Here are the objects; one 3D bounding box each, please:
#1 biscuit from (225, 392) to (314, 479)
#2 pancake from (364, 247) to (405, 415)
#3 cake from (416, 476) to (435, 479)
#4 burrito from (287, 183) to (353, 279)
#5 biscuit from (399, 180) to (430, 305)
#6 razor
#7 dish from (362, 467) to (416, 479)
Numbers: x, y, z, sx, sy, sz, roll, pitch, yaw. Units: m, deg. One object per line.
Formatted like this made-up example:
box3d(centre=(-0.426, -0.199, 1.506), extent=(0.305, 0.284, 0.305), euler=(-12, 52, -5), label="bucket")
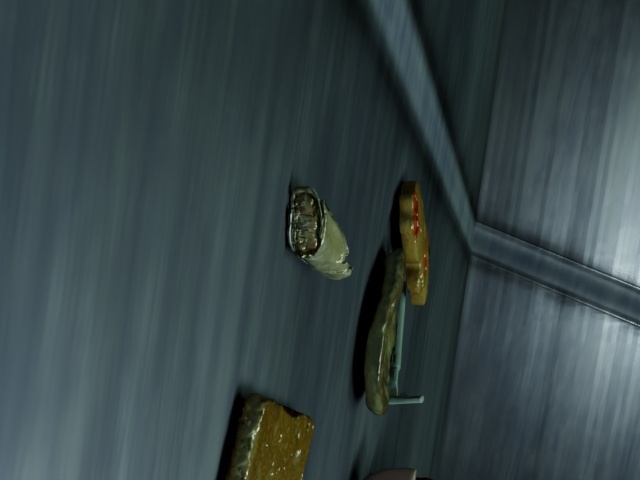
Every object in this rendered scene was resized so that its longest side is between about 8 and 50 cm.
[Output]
box3d(centre=(-0.047, 0.210, 0.866), extent=(0.231, 0.025, 0.131), euler=(59, 42, -71), label="biscuit")
box3d(centre=(0.089, 0.127, 1.369), extent=(0.222, 0.042, 0.236), euler=(67, 32, -71), label="pancake")
box3d(centre=(0.169, 0.511, 1.630), extent=(0.293, 0.196, 0.198), euler=(75, 29, -64), label="cake")
box3d(centre=(0.000, 0.000, 0.894), extent=(0.149, 0.041, 0.055), euler=(55, 31, -67), label="burrito")
box3d(centre=(0.148, -0.002, 1.492), extent=(0.225, 0.036, 0.166), euler=(77, 16, -46), label="biscuit")
box3d(centre=(0.117, 0.152, 1.491), extent=(0.036, 0.084, 0.211), euler=(58, 31, -54), label="razor")
box3d(centre=(0.077, 0.432, 1.421), extent=(0.213, 0.090, 0.213), euler=(11, 90, -79), label="dish")
